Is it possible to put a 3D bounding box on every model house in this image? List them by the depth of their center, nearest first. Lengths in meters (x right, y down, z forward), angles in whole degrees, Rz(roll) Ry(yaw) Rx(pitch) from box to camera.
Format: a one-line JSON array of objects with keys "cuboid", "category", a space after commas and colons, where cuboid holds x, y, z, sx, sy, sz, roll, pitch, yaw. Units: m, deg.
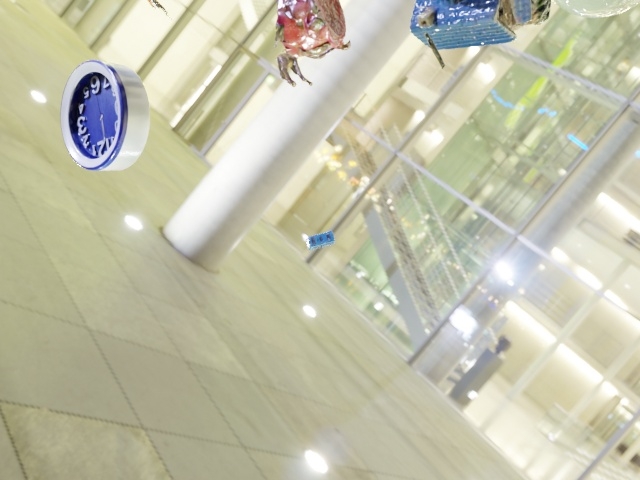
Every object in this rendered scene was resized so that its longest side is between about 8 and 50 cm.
[{"cuboid": [0.520, -0.883, 2.253, 0.395, 0.400, 0.446, 12, -51, 40], "category": "model house"}]

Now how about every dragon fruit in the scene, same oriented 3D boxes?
[{"cuboid": [-0.016, -0.553, 1.653, 0.282, 0.147, 0.211, -68, 150, -53], "category": "dragon fruit"}]

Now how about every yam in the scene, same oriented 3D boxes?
[{"cuboid": [0.275, -0.455, 1.584, 0.107, 0.014, 0.014, 49, -3, -38], "category": "yam"}]

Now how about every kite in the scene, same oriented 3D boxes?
[{"cuboid": [-0.409, -0.571, 1.450, 0.241, 0.014, 0.183, 42, -4, 21], "category": "kite"}]

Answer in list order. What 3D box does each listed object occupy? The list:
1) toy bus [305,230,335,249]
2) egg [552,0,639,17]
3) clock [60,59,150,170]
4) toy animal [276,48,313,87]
[{"cuboid": [0.000, 0.000, 1.941, 0.046, 0.083, 0.038, 94, -19, -78], "category": "toy bus"}, {"cuboid": [0.482, -0.494, 1.138, 0.218, 0.218, 0.295, 40, 44, 13], "category": "egg"}, {"cuboid": [-0.461, -0.265, 1.412, 0.230, 0.230, 0.083, 41, 27, 26], "category": "clock"}, {"cuboid": [-0.095, -0.655, 2.384, 0.149, 0.054, 0.276, 11, 52, -26], "category": "toy animal"}]
